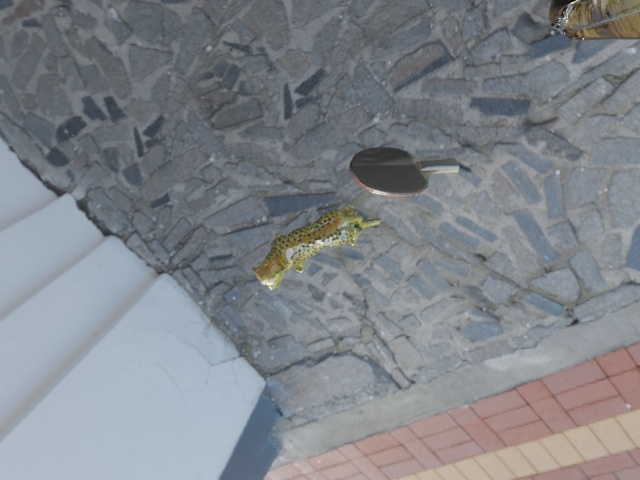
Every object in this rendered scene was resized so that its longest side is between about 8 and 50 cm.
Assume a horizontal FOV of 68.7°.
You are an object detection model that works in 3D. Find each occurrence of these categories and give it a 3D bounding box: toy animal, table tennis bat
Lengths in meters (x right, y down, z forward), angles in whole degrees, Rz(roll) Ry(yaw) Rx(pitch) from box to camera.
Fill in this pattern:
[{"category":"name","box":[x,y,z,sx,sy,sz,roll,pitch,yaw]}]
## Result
[{"category":"toy animal","box":[0.000,0.000,0.666,0.181,0.136,0.073,-23,90,8]},{"category":"table tennis bat","box":[0.159,-0.131,0.865,0.220,0.130,0.019,-7,141,-18]}]

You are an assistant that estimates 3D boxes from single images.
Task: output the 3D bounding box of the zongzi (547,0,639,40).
[{"category":"zongzi","box":[0.401,-0.375,0.583,0.300,0.286,0.138,28,92,-40]}]
